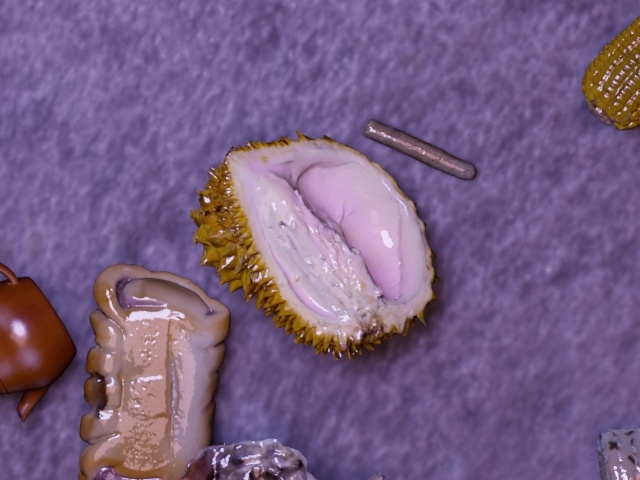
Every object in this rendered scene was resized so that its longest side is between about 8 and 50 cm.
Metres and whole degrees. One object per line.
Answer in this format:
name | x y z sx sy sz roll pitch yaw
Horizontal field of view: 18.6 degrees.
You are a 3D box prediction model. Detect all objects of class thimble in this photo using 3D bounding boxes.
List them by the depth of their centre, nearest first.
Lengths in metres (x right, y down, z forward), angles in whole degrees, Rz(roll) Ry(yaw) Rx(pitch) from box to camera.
thimble | 0.302 0.232 1.870 0.062 0.084 0.110 -7 97 2

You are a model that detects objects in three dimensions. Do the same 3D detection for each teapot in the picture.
teapot | -0.300 0.094 1.844 0.116 0.116 0.173 -24 119 3

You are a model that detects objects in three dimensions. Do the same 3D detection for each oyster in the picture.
oyster | -0.079 0.309 1.858 0.275 0.100 0.271 2 109 -7

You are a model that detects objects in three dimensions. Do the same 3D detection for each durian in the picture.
durian | -0.008 0.009 1.834 0.249 0.183 0.138 40 131 -6

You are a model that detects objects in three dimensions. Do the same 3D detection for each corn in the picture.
corn | 0.338 -0.200 1.833 0.080 0.080 0.231 44 95 -3

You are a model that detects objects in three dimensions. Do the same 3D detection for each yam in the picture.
yam | 0.095 -0.087 1.875 0.116 0.021 0.021 24 95 0

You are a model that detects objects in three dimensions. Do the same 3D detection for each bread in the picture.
bread | -0.162 0.138 1.869 0.134 0.081 0.225 7 94 -6
